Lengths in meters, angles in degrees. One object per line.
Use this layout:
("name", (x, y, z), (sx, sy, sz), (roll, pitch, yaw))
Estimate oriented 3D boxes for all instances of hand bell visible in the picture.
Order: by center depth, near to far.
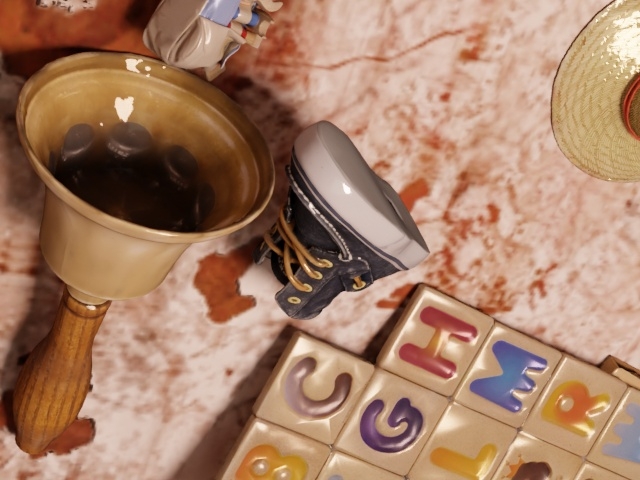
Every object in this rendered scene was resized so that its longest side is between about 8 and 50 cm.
("hand bell", (-0.125, 0.033, 0.726), (0.126, 0.126, 0.242), (8, 134, -24))

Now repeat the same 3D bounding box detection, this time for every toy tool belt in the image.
("toy tool belt", (-0.044, -0.116, 0.669), (0.083, 0.052, 0.051), (-54, 148, 14))

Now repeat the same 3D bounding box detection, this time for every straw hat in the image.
("straw hat", (0.207, -0.075, 0.775), (0.145, 0.061, 0.144), (-10, 128, -13))

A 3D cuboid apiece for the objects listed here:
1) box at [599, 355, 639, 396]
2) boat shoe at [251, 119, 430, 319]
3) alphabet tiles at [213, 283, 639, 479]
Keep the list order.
("box", (0.194, 0.184, 0.982), (0.164, 0.021, 0.201), (27, 113, -33))
("boat shoe", (0.000, 0.000, 0.711), (0.083, 0.065, 0.183), (-32, 162, 7))
("alphabet tiles", (0.085, 0.194, 0.895), (0.343, 0.011, 0.285), (26, 98, -26))
